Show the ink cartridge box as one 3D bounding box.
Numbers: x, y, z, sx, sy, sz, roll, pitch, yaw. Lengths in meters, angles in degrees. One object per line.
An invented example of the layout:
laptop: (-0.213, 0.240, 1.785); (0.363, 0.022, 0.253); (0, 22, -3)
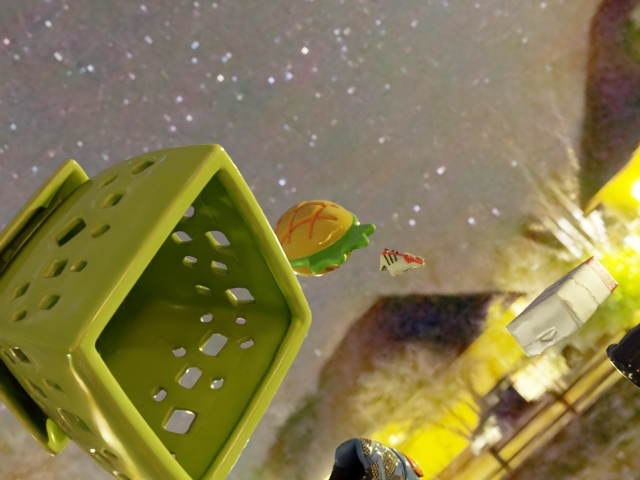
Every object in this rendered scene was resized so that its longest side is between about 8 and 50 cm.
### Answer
ink cartridge box: (0.356, 0.098, 1.590); (0.109, 0.063, 0.150); (-42, -7, 40)

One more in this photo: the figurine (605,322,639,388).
figurine: (0.472, 0.119, 1.212); (0.209, 0.215, 0.092); (-51, 0, 13)

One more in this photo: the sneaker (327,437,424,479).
sneaker: (0.006, 0.256, 0.870); (0.083, 0.087, 0.221); (-3, 52, 40)

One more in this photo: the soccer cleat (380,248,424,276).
soccer cleat: (0.110, 0.033, 1.469); (0.029, 0.083, 0.036); (15, -91, -38)

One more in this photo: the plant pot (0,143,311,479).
plant pot: (-0.172, 0.067, 0.929); (0.228, 0.207, 0.227); (-60, -40, -35)

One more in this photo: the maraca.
maraca: (0.000, 0.000, 1.463); (0.127, 0.099, 0.185); (-39, 25, -17)
